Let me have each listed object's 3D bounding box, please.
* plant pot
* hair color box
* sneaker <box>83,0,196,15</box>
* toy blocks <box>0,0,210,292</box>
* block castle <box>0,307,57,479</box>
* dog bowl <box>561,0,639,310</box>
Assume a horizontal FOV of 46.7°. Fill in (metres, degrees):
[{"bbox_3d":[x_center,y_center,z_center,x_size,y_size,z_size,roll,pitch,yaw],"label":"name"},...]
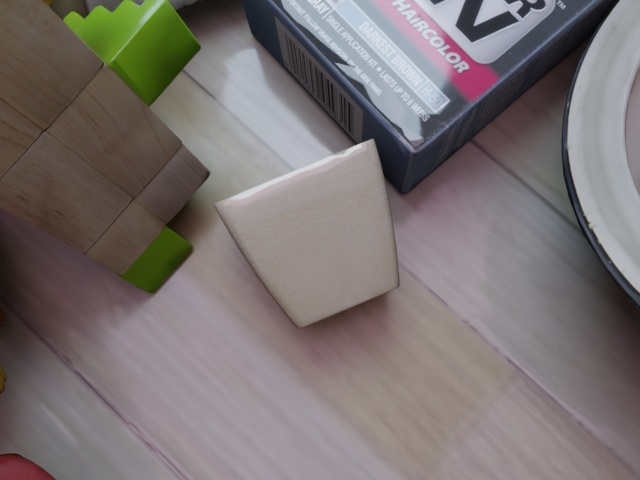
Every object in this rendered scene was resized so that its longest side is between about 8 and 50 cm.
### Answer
[{"bbox_3d":[0.000,0.000,0.513,0.109,0.109,0.096,-23,91,-2],"label":"plant pot"},{"bbox_3d":[0.141,-0.230,0.543,0.374,0.113,0.185,-41,80,-6],"label":"hair color box"},{"bbox_3d":[-0.130,-0.308,0.584,0.169,0.108,0.293,-15,78,-12],"label":"sneaker"},{"bbox_3d":[-0.235,-0.130,0.438,0.261,0.381,0.191,39,85,24],"label":"toy blocks"},{"bbox_3d":[-0.375,0.071,0.462,0.303,0.213,0.453,-35,73,7],"label":"block castle"},{"bbox_3d":[0.353,-0.047,0.397,0.408,0.150,0.408,-18,48,21],"label":"dog bowl"}]
